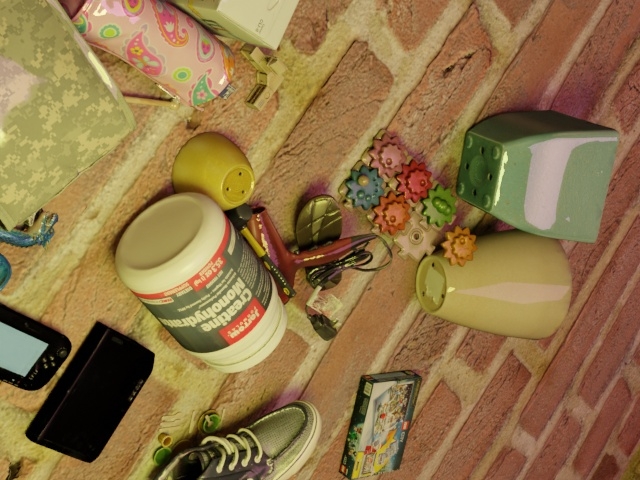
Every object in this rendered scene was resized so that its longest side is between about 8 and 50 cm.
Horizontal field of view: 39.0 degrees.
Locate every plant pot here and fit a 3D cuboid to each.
[{"bbox_3d":[-0.162,-0.102,1.486,0.134,0.095,0.134,-19,120,-37],"label":"plant pot"},{"bbox_3d":[0.438,-0.143,1.934,0.252,0.248,0.247,-1,108,-24],"label":"plant pot"},{"bbox_3d":[0.356,0.093,1.969,0.273,0.256,0.257,1,107,-26],"label":"plant pot"}]

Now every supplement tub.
[{"bbox_3d":[-0.187,0.073,1.468,0.191,0.191,0.272,-49,133,-17],"label":"supplement tub"}]

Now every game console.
[{"bbox_3d":[-0.431,0.204,1.402,0.361,0.044,0.213,38,80,-44],"label":"game console"}]

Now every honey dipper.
[{"bbox_3d":[-0.282,-0.213,1.379,0.160,0.030,0.031,0,107,-47],"label":"honey dipper"}]

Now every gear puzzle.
[{"bbox_3d":[0.195,-0.053,1.796,0.339,0.044,0.175,41,78,-24],"label":"gear puzzle"}]

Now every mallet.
[{"bbox_3d":[-0.098,0.016,1.547,0.190,0.062,0.039,48,40,0],"label":"mallet"}]

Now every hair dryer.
[{"bbox_3d":[-0.031,0.032,1.648,0.293,0.080,0.224,34,92,-30],"label":"hair dryer"}]

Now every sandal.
[{"bbox_3d":[0.000,0.000,1.700,0.089,0.060,0.219,-13,131,-3],"label":"sandal"}]

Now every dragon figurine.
[{"bbox_3d":[-0.487,0.040,1.251,0.289,0.085,0.144,-57,135,-10],"label":"dragon figurine"}]

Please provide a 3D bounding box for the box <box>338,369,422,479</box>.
[{"bbox_3d":[0.134,0.409,2.011,0.159,0.044,0.233,2,106,-43],"label":"box"}]

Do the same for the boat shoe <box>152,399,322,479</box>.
[{"bbox_3d":[-0.151,0.398,1.645,0.340,0.127,0.158,-41,144,-10],"label":"boat shoe"}]

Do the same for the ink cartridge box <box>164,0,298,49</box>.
[{"bbox_3d":[-0.132,-0.377,1.341,0.127,0.176,0.128,24,90,-46],"label":"ink cartridge box"}]

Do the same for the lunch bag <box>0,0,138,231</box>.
[{"bbox_3d":[-0.404,-0.183,1.167,0.235,0.169,0.287,-44,123,-21],"label":"lunch bag"}]

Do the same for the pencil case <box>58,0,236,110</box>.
[{"bbox_3d":[-0.250,-0.294,1.307,0.284,0.124,0.124,28,87,-47],"label":"pencil case"}]

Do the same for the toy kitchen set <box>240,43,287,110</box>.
[{"bbox_3d":[-0.100,-0.267,1.493,0.075,0.068,0.083,-56,134,-10],"label":"toy kitchen set"}]

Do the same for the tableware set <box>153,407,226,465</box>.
[{"bbox_3d":[-0.236,0.365,1.664,0.154,0.024,0.104,3,105,-44],"label":"tableware set"}]
